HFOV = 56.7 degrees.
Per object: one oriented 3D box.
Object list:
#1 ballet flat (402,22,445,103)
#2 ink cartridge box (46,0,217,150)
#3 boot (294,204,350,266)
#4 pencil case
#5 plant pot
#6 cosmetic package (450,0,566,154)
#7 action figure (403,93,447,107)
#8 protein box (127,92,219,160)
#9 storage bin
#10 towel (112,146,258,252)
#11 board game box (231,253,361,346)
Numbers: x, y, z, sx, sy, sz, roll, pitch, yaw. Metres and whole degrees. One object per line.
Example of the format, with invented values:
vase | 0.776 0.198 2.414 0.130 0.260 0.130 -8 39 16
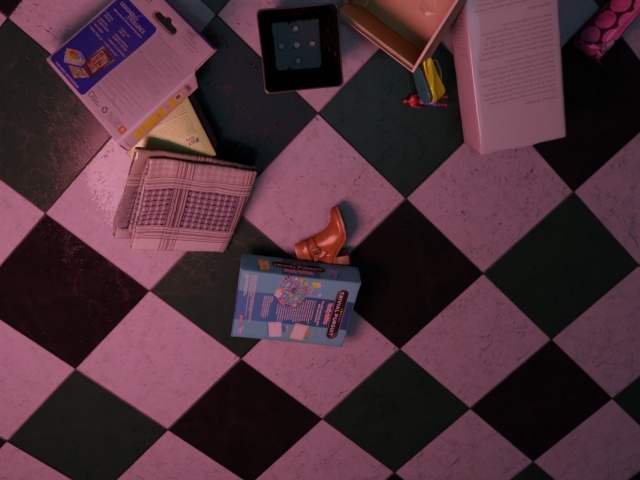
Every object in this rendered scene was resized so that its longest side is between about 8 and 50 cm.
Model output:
ballet flat | 0.264 -0.468 1.530 0.077 0.077 0.231 -28 106 -18
ink cartridge box | -0.434 -0.418 1.386 0.307 0.072 0.303 -42 73 -3
boot | 0.000 0.000 1.686 0.152 0.073 0.197 -7 109 1
pencil case | 0.759 -0.565 1.525 0.095 0.098 0.209 34 104 -17
plant pot | -0.051 -0.472 1.442 0.188 0.167 0.187 -6 112 -2
cosmetic package | 0.467 -0.469 1.497 0.230 0.161 0.453 -12 111 0
action figure | 0.279 -0.374 1.588 0.115 0.030 0.038 -1 107 -5
protein box | -0.391 -0.281 1.498 0.200 0.136 0.201 -23 112 3
storage bin | 0.201 -0.582 1.360 0.260 0.123 0.262 40 131 8
towel | -0.351 -0.087 1.525 0.324 0.056 0.312 6 134 -27
board game box | -0.077 0.178 1.714 0.336 0.079 0.253 7 124 -9
